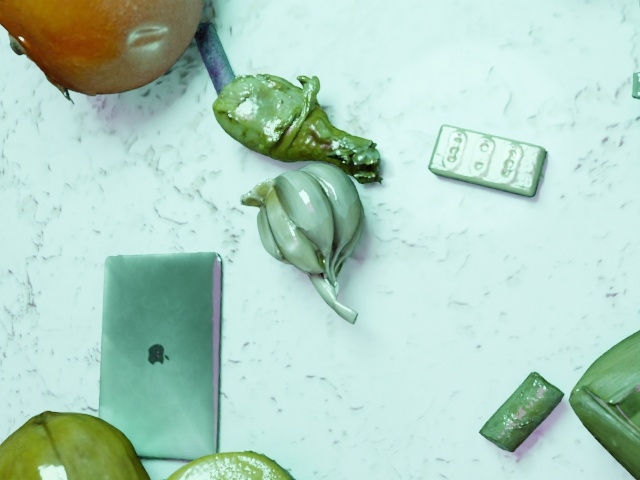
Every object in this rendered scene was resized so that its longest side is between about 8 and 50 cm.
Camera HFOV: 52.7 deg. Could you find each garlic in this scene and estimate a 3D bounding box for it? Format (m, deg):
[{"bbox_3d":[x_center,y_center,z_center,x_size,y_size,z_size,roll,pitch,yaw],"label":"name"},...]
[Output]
[{"bbox_3d":[0.000,0.000,0.723,0.127,0.131,0.194,-32,64,19],"label":"garlic"}]

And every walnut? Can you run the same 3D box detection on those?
[{"bbox_3d":[-0.277,0.365,0.763,0.209,0.209,0.336,-33,84,16],"label":"walnut"}]

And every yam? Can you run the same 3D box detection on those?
[{"bbox_3d":[0.205,0.180,0.665,0.043,0.043,0.094,42,100,22],"label":"yam"}]

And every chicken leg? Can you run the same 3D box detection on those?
[{"bbox_3d":[-0.020,-0.139,0.780,0.228,0.088,0.103,20,64,12],"label":"chicken leg"}]

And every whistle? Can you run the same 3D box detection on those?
[{"bbox_3d":[-0.131,-0.219,0.862,0.033,0.033,0.176,-28,74,17],"label":"whistle"}]

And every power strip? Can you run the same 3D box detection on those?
[{"bbox_3d":[0.185,-0.088,0.714,0.123,0.032,0.056,17,91,23],"label":"power strip"}]

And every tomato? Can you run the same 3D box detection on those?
[{"bbox_3d":[-0.276,-0.354,0.784,0.273,0.341,0.341,-27,73,3],"label":"tomato"}]

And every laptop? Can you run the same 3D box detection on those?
[{"bbox_3d":[-0.214,0.150,0.858,0.188,0.015,0.269,-3,82,22],"label":"laptop"}]

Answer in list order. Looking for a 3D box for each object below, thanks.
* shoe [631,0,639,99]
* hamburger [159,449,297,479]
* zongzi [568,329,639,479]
[{"bbox_3d":[0.365,-0.199,0.622,0.109,0.149,0.293,5,115,-8],"label":"shoe"},{"bbox_3d":[-0.097,0.332,0.716,0.215,0.122,0.189,41,74,15],"label":"hamburger"},{"bbox_3d":[0.478,0.172,0.487,0.418,0.181,0.447,-46,71,10],"label":"zongzi"}]
